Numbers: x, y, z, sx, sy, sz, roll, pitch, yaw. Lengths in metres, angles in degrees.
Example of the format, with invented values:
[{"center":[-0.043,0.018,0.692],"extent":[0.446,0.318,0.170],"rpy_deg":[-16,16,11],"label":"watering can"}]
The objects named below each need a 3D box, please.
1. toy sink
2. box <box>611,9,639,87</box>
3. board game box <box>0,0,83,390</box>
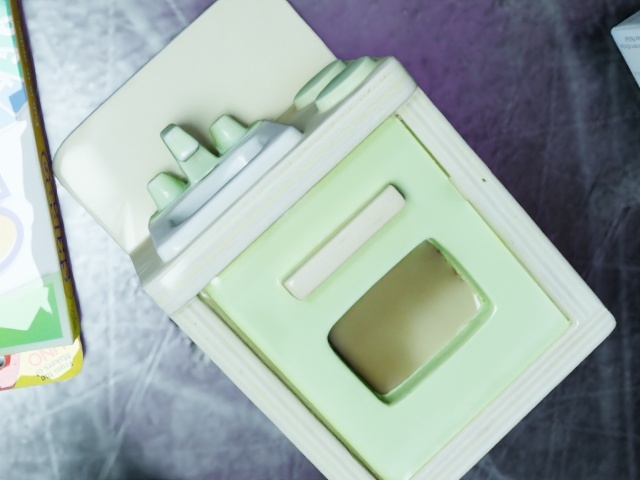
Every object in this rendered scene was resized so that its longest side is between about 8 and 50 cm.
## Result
[{"center":[0.000,0.000,0.560],"extent":[0.153,0.131,0.234],"rpy_deg":[-42,103,-4],"label":"toy sink"},{"center":[0.253,-0.091,0.632],"extent":[0.126,0.072,0.137],"rpy_deg":[-34,104,-5],"label":"box"},{"center":[-0.197,-0.045,0.558],"extent":[0.124,0.039,0.259],"rpy_deg":[-9,102,-3],"label":"board game box"}]
